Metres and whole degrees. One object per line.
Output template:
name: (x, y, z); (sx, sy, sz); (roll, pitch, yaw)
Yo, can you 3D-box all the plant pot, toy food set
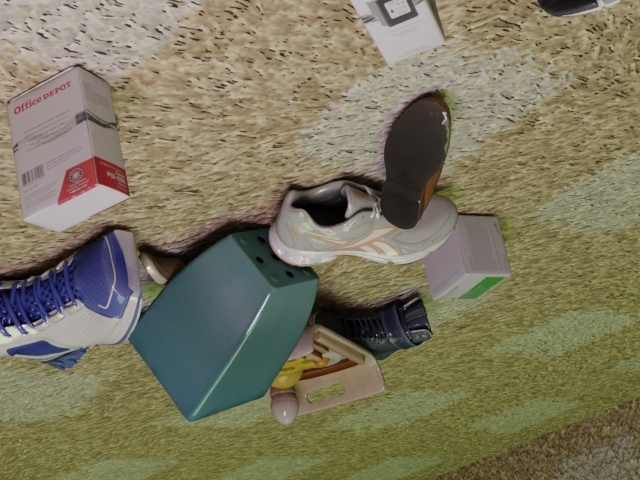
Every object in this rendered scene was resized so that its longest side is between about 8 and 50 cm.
plant pot: (-0.119, 0.102, 1.510); (0.165, 0.165, 0.234); (-10, 144, -53)
toy food set: (-0.048, 0.231, 1.757); (0.219, 0.093, 0.306); (-18, 156, 19)

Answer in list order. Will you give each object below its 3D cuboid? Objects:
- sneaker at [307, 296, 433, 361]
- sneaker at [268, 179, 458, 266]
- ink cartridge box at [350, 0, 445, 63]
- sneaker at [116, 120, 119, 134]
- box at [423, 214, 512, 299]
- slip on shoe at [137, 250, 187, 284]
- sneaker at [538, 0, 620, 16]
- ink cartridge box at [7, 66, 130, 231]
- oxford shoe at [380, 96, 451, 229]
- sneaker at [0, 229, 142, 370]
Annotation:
sneaker: (0.094, 0.143, 1.843); (0.163, 0.086, 0.226); (-25, 154, 30)
sneaker: (0.066, -0.031, 1.437); (0.262, 0.099, 0.121); (-8, 152, -13)
ink cartridge box: (0.050, -0.245, 0.932); (0.060, 0.104, 0.180); (-17, 155, 14)
sneaker: (-0.258, -0.119, 1.162); (0.083, 0.032, 0.037); (-7, 143, -25)
box: (0.218, 0.027, 1.627); (0.087, 0.102, 0.101); (3, 153, -27)
slip on shoe: (-0.212, 0.040, 1.514); (0.041, 0.051, 0.135); (-38, 152, 2)
sneaker: (0.332, -0.271, 1.044); (0.228, 0.086, 0.132); (-29, 154, 30)
ink cartridge box: (-0.255, -0.091, 1.087); (0.099, 0.135, 0.056); (-22, 158, 23)
oxford shoe: (0.124, -0.109, 1.339); (0.076, 0.076, 0.212); (30, 144, 12)
sneaker: (-0.379, 0.098, 1.458); (0.182, 0.128, 0.315); (4, 153, -37)
